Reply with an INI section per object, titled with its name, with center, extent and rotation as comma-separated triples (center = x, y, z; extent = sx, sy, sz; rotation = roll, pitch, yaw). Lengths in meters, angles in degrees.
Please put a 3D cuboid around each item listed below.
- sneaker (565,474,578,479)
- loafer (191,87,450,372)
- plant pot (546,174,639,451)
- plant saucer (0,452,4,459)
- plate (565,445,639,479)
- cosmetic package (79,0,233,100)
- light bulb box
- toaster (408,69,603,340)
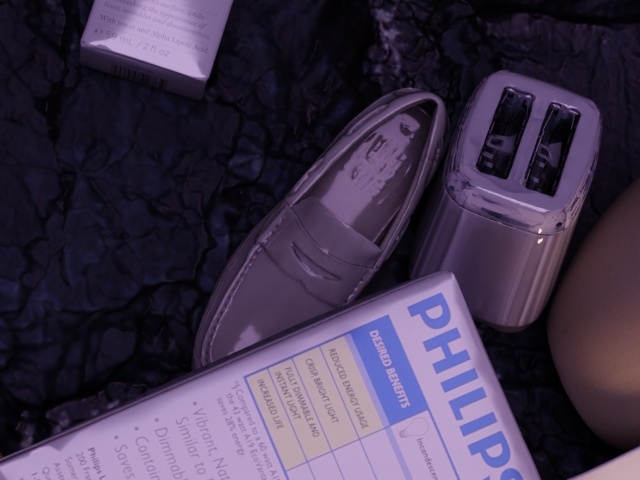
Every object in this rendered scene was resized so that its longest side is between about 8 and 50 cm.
[sneaker]
center = 0.230, 0.215, 1.646
extent = 0.083, 0.031, 0.035
rotation = -26, 84, -12
[loafer]
center = 0.000, 0.000, 1.608
extent = 0.112, 0.111, 0.319
rotation = 34, 77, -2
[plant pot]
center = 0.301, 0.074, 1.585
extent = 0.191, 0.284, 0.284
rotation = -27, 84, 24
[plant saucer]
center = -0.310, 0.273, 1.442
extent = 0.041, 0.278, 0.278
rotation = 1, 78, 27
[plate]
center = 0.293, 0.291, 1.543
extent = 0.277, 0.278, 0.045
rotation = 56, 39, -4
[cosmetic package]
center = -0.121, -0.249, 1.649
extent = 0.117, 0.085, 0.231
rotation = 16, 79, -6
[light bulb box]
center = -0.009, 0.255, 1.447
extent = 0.361, 0.225, 0.358
rotation = -23, 88, -6
[toaster]
center = 0.153, -0.033, 1.578
extent = 0.129, 0.146, 0.227
rotation = 20, 47, 6
